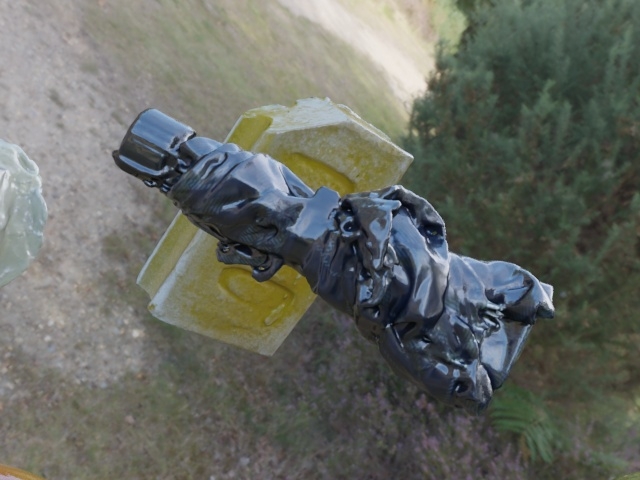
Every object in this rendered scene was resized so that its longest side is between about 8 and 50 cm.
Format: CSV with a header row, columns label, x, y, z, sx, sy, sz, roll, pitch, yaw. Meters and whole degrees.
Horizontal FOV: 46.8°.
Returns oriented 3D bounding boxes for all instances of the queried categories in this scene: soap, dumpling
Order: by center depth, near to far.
label,x,y,z,sx,sy,sz,roll,pitch,yaw
soap,-0.041,-0.018,0.653,0.140,0.232,0.073,25,16,-36
dumpling,-0.483,-0.028,1.029,0.193,0.258,0.147,23,0,-30

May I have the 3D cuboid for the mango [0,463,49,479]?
label,x,y,z,sx,sy,sz,roll,pitch,yaw
mango,-0.269,0.323,0.755,0.289,0.146,0.129,30,49,-20

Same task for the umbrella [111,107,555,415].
label,x,y,z,sx,sy,sz,roll,pitch,yaw
umbrella,0.001,-0.002,0.358,0.224,0.080,0.071,30,0,7

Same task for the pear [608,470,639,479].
label,x,y,z,sx,sy,sz,roll,pitch,yaw
pear,0.173,0.229,0.350,0.211,0.189,0.228,19,75,-69
